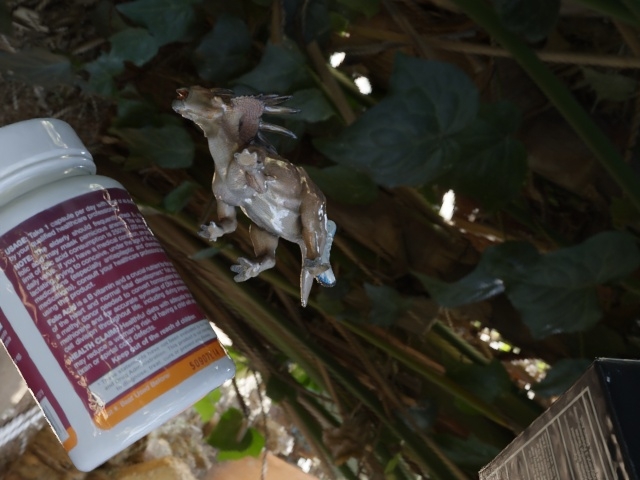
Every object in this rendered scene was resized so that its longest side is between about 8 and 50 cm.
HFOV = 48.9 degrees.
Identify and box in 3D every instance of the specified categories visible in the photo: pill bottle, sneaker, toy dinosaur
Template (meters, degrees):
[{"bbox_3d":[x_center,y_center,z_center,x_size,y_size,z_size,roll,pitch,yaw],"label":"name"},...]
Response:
[{"bbox_3d":[-0.297,0.060,0.881,0.224,0.392,0.224,-33,174,-4],"label":"pill bottle"},{"bbox_3d":[0.000,0.000,1.371,0.082,0.191,0.071,-20,155,-11],"label":"sneaker"},{"bbox_3d":[-0.056,-0.066,0.855,0.296,0.127,0.200,53,30,-26],"label":"toy dinosaur"}]

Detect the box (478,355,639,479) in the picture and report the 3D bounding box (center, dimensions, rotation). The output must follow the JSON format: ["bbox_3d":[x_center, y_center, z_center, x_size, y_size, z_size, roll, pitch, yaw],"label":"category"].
[{"bbox_3d":[0.312,0.312,0.678,0.294,0.182,0.297,110,-19,-51],"label":"box"}]
